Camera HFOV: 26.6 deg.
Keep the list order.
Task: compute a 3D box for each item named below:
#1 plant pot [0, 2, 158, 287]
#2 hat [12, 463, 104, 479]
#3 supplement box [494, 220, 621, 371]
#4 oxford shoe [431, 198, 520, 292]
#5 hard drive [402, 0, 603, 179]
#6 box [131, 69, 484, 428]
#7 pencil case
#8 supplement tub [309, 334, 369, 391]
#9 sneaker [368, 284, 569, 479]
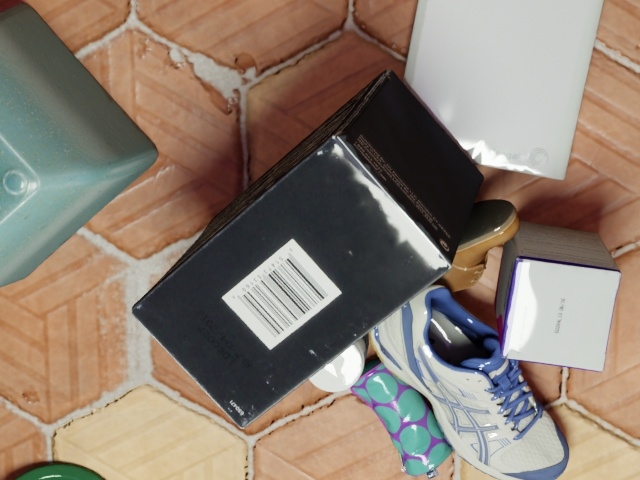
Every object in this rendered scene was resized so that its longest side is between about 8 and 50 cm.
[{"bbox_3d":[-0.372,-0.092,1.504,0.248,0.252,0.247,-40,95,12],"label":"plant pot"},{"bbox_3d":[-0.338,0.411,1.724,0.173,0.183,0.208,11,61,-4],"label":"hat"},{"bbox_3d":[0.255,0.055,1.489,0.114,0.220,0.111,8,103,2],"label":"supplement box"},{"bbox_3d":[0.166,0.013,1.525,0.076,0.212,0.076,43,58,-10],"label":"oxford shoe"},{"bbox_3d":[0.206,-0.237,1.525,0.203,0.040,0.307,11,102,3],"label":"hard drive"},{"bbox_3d":[0.000,0.000,1.443,0.296,0.294,0.182,-39,98,23],"label":"box"},{"bbox_3d":[0.096,0.211,1.617,0.070,0.064,0.151,-33,97,-3],"label":"pencil case"},{"bbox_3d":[0.019,0.130,1.585,0.071,0.107,0.071,1,102,5],"label":"supplement tub"},{"bbox_3d":[0.185,0.170,1.549,0.296,0.131,0.112,42,62,-8],"label":"sneaker"}]
